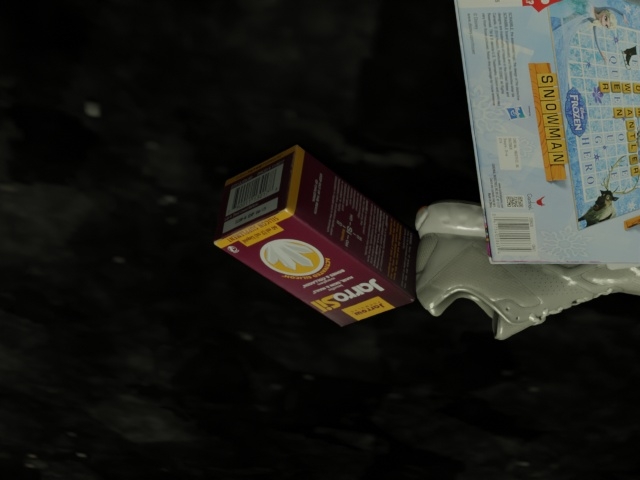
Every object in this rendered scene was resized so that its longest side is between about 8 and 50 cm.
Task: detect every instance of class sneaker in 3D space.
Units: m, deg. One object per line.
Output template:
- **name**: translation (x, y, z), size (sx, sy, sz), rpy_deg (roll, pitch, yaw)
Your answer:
- **sneaker**: translation (0.215, 0.043, 1.224), size (0.262, 0.121, 0.099), rpy_deg (9, 166, 5)

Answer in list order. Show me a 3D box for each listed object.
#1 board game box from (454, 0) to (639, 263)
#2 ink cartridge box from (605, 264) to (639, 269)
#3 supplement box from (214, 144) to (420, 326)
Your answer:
- **board game box**: translation (0.267, -0.104, 0.913), size (0.318, 0.066, 0.318), rpy_deg (1, 140, 14)
- **ink cartridge box**: translation (0.294, -0.073, 1.078), size (0.153, 0.087, 0.208), rpy_deg (-7, 143, 23)
- **supplement box**: translation (0.000, 0.000, 1.261), size (0.104, 0.081, 0.188), rpy_deg (-23, 135, 38)
